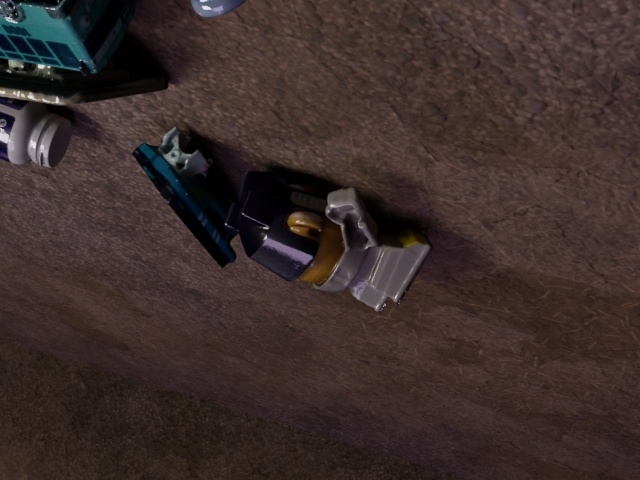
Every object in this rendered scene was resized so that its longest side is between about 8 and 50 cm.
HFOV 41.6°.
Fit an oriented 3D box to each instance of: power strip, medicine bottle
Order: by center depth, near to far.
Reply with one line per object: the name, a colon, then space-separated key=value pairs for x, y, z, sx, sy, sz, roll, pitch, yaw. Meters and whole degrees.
power strip: x=-0.325 y=-0.218 z=1.062 sx=0.199 sy=0.064 sz=0.213 roll=10 pitch=-163 yaw=20
medicine bottle: x=-0.486 y=-0.180 z=1.282 sx=0.192 sy=0.107 sz=0.107 roll=21 pitch=155 yaw=0

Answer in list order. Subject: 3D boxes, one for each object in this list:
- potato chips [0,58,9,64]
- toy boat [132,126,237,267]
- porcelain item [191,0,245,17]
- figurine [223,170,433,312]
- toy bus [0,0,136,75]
potato chips: x=-0.509 y=-0.240 z=1.107 sx=0.196 sy=0.061 sz=0.208 roll=6 pitch=-166 yaw=-26
toy boat: x=-0.181 y=-0.060 z=1.316 sx=0.134 sy=0.092 sz=0.299 roll=48 pitch=174 yaw=25
porcelain item: x=-0.141 y=-0.319 z=0.736 sx=0.141 sy=0.141 sz=0.259 roll=3 pitch=140 yaw=33
figurine: x=0.001 y=0.001 z=1.241 sx=0.309 sy=0.143 sz=0.308 roll=3 pitch=141 yaw=3
toy bus: x=-0.343 y=-0.280 z=0.958 sx=0.256 sy=0.128 sz=0.147 roll=13 pitch=156 yaw=20
